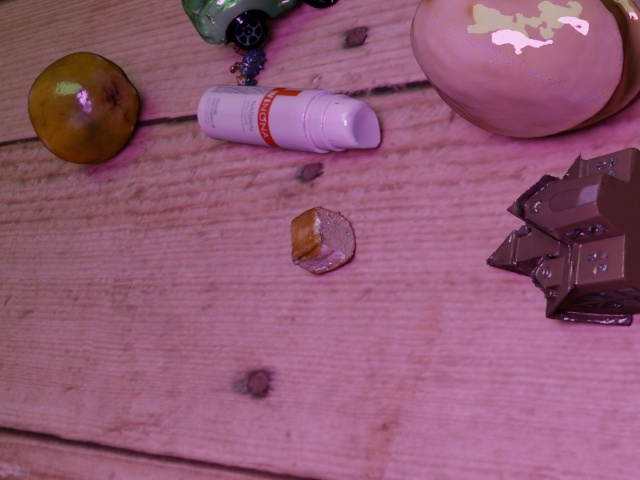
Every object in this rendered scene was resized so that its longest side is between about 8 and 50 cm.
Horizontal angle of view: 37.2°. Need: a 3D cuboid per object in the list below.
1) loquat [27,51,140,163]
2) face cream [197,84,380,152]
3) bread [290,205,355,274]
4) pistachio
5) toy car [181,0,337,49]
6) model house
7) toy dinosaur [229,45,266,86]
[{"bbox_3d":[-0.469,-0.252,1.833,0.246,0.213,0.214,-5,62,38],"label":"loquat"},{"bbox_3d":[-0.055,-0.196,1.534,0.345,0.102,0.102,10,72,43],"label":"face cream"},{"bbox_3d":[0.000,0.001,1.394,0.070,0.076,0.083,-30,49,36],"label":"bread"},{"bbox_3d":[0.260,-0.256,1.239,0.321,0.229,0.238,16,118,38],"label":"pistachio"},{"bbox_3d":[-0.089,-0.501,1.673,0.358,0.176,0.213,-31,47,1],"label":"toy car"},{"bbox_3d":[0.277,-0.001,1.130,0.248,0.176,0.181,-19,53,50],"label":"model house"},{"bbox_3d":[-0.125,-0.327,1.703,0.055,0.049,0.154,-4,63,36],"label":"toy dinosaur"}]
